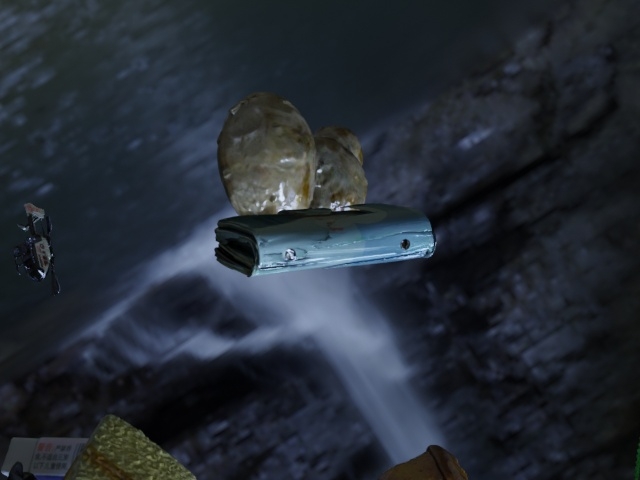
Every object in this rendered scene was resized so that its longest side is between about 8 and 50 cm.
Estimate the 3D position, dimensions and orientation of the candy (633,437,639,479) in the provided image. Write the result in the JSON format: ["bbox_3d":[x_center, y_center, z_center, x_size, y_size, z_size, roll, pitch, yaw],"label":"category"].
[{"bbox_3d":[0.569,0.354,2.312,0.203,0.141,0.078,16,154,-25],"label":"candy"}]

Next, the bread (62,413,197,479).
[{"bbox_3d":[-0.227,0.285,1.558,0.178,0.141,0.266,-21,-169,4],"label":"bread"}]

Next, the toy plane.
[{"bbox_3d":[-0.327,0.006,1.706,0.031,0.120,0.049,-34,148,30],"label":"toy plane"}]

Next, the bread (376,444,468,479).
[{"bbox_3d":[0.209,0.514,2.639,0.172,0.312,0.312,-18,175,-4],"label":"bread"}]

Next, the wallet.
[{"bbox_3d":[0.000,0.000,1.929,0.250,0.075,0.176,-6,-170,-23],"label":"wallet"}]

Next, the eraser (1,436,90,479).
[{"bbox_3d":[-0.301,0.306,1.958,0.210,0.068,0.124,-3,152,33],"label":"eraser"}]

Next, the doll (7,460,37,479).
[{"bbox_3d":[-0.400,0.378,1.763,0.247,0.350,0.247,-58,166,-23],"label":"doll"}]

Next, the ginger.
[{"bbox_3d":[-0.032,-0.106,2.396,0.155,0.244,0.304,-21,159,33],"label":"ginger"}]
